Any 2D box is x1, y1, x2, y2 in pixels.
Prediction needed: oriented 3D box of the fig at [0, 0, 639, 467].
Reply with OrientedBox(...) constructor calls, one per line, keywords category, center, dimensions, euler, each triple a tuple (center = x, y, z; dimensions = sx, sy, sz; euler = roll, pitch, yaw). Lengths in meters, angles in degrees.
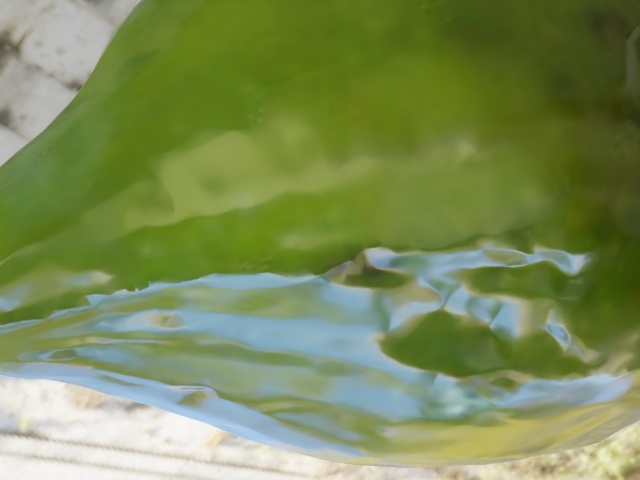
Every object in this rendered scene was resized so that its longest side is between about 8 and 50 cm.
OrientedBox(category="fig", center=(0.026, -0.017, 0.419), dimensions=(0.233, 0.233, 0.314), euler=(55, -155, 12))
